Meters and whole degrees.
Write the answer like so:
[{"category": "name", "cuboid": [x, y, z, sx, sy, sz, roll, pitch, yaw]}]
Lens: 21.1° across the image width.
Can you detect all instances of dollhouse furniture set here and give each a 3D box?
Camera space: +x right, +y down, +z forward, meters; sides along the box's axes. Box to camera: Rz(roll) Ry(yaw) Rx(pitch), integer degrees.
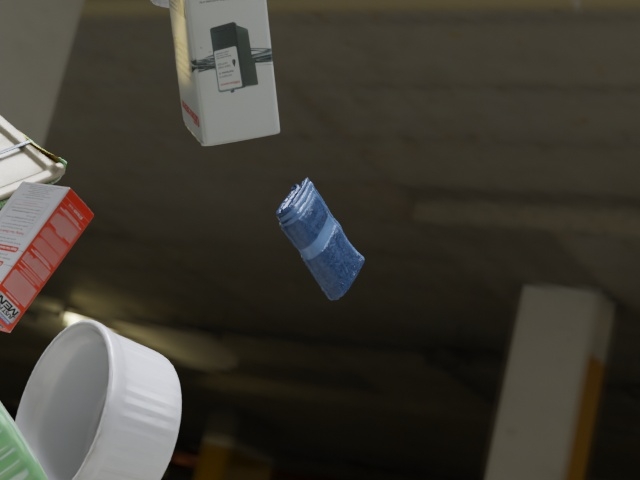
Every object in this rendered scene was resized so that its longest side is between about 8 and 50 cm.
[{"category": "dollhouse furniture set", "cuboid": [-0.540, -0.051, 2.460, 0.197, 0.301, 0.151, 38, -44, 31]}]

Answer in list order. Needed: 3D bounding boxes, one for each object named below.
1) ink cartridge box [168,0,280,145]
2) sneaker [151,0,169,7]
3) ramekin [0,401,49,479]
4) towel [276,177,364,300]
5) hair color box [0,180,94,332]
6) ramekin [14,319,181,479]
[{"category": "ink cartridge box", "cuboid": [-0.107, -0.218, 1.818, 0.087, 0.208, 0.153, -9, 17, -11]}, {"category": "sneaker", "cuboid": [-0.145, -0.392, 2.180, 0.101, 0.153, 0.268, 10, 28, 15]}, {"category": "ramekin", "cuboid": [-0.382, 0.234, 1.703, 0.303, 0.148, 0.303, 45, -24, 27]}, {"category": "towel", "cuboid": [0.000, 0.000, 1.780, 0.029, 0.067, 0.119, -13, -59, 35]}, {"category": "hair color box", "cuboid": [-0.335, 0.016, 1.892, 0.093, 0.167, 0.053, 9, -34, 45]}, {"category": "ramekin", "cuboid": [-0.316, 0.263, 2.440, 0.135, 0.277, 0.277, 22, -18, -32]}]
